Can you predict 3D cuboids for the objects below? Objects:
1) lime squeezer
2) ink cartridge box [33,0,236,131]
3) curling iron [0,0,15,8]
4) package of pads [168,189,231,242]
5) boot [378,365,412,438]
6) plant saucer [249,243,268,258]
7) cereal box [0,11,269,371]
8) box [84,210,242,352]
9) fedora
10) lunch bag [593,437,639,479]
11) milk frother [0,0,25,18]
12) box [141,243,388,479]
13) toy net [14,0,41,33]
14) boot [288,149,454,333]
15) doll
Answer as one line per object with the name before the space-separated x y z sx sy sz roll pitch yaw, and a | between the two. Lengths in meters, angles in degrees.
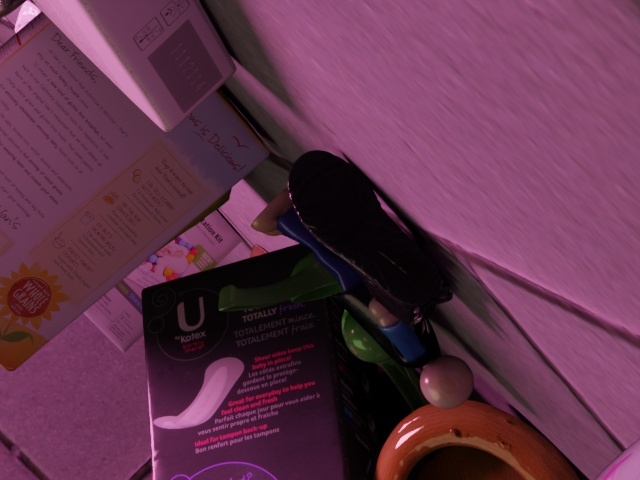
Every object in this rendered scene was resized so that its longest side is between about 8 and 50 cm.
lime squeezer | 0.030 0.072 1.388 0.310 0.059 0.110 41 -157 -42
ink cartridge box | -0.187 -0.215 1.039 0.261 0.066 0.296 43 173 24
curling iron | -0.229 -0.208 0.905 0.274 0.035 0.068 44 172 9
package of pads | -0.175 -0.023 1.457 0.101 0.229 0.296 53 175 1
boot | 0.115 0.244 1.747 0.367 0.146 0.445 48 170 -35
plant saucer | -0.016 0.086 2.016 0.198 0.036 0.198 46 174 7
cereal box | -0.179 -0.048 1.255 0.173 0.240 0.047 49 -178 -24
box | -0.199 0.013 2.054 0.145 0.186 0.038 50 173 -34
fedora | 0.133 0.203 1.378 0.194 0.194 0.079 44 -149 17
lunch bag | 0.217 0.213 0.884 0.279 0.108 0.224 45 174 10
milk frother | -0.273 -0.246 1.385 0.135 0.129 0.143 50 -144 -27
box | -0.039 0.162 1.503 0.143 0.165 0.270 54 -155 -55
toy net | -0.248 -0.166 1.893 0.232 0.045 0.122 46 174 8
boot | 0.030 0.003 1.108 0.121 0.045 0.099 45 177 8
doll | 0.037 0.042 1.293 0.189 0.046 0.129 45 -176 9
